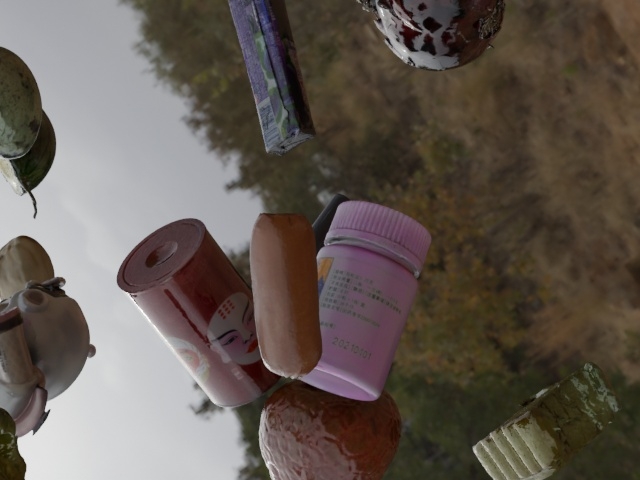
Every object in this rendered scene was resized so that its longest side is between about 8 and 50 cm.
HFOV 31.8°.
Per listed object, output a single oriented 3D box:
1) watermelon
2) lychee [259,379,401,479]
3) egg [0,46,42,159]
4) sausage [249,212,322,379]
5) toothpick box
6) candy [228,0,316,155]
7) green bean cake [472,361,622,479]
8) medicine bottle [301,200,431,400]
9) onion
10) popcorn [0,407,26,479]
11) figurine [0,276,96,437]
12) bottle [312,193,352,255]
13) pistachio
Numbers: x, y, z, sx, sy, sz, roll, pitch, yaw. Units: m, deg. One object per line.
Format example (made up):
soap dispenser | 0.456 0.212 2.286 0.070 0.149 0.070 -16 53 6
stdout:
watermelon | -0.559 -0.190 2.090 0.232 0.127 0.204 45 151 36
lychee | 0.019 0.335 1.985 0.255 0.255 0.299 -119 26 -76
egg | -0.497 -0.209 1.712 0.141 0.141 0.181 -122 13 -67
sausage | -0.039 0.063 1.281 0.076 0.076 0.197 -119 24 -76
toothpick box | -0.222 0.143 2.194 0.333 0.204 0.204 56 -179 -31
candy | -0.082 -0.301 1.930 0.061 0.088 0.312 6 -116 -47
green bean cake | 0.433 0.355 2.124 0.124 0.236 0.233 55 144 9
medicine bottle | 0.059 0.098 1.831 0.178 0.290 0.178 18 163 6
onion | 0.198 -0.404 1.879 0.281 0.221 0.281 27 177 1
popcorn | -0.522 0.365 1.569 0.321 0.325 0.290 17 -176 -25
figurine | -0.558 0.224 2.081 0.211 0.253 0.361 46 -168 -9
bottle | 0.000 0.000 2.747 0.082 0.244 0.072 41 161 -11
pistachio | -0.708 0.091 2.691 0.144 0.144 0.215 -123 27 -60
